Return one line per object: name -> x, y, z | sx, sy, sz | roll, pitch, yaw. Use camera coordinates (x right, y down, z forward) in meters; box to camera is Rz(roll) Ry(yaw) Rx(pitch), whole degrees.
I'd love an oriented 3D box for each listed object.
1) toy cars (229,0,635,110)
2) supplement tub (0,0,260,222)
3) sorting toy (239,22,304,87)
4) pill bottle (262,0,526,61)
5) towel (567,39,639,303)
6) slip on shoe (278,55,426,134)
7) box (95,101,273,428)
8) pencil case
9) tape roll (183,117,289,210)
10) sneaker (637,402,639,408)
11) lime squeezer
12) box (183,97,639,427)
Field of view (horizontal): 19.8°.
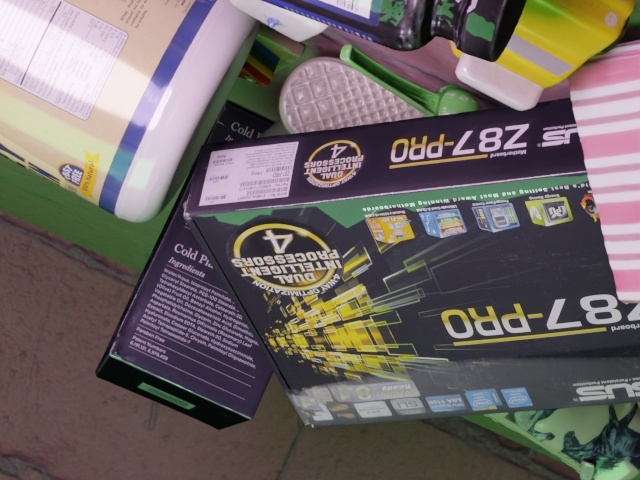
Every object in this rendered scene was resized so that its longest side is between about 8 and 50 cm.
toy cars -> 0.057, -0.170, 1.389 | 0.393, 0.087, 0.176 | 17, 167, 32
supplement tub -> -0.234, -0.178, 1.569 | 0.316, 0.228, 0.228 | 27, 169, -1
sorting toy -> -0.095, -0.185, 1.743 | 0.132, 0.046, 0.274 | 27, 168, -14
pill bottle -> 0.030, -0.198, 1.222 | 0.219, 0.123, 0.123 | 22, 169, 10
towel -> 0.253, -0.050, 1.332 | 0.029, 0.197, 0.144 | -18, -173, -33
slip on shoe -> 0.114, -0.070, 1.701 | 0.331, 0.123, 0.101 | 27, -177, -1
box -> -0.115, 0.043, 2.155 | 0.179, 0.312, 0.343 | 24, 170, -5
pencil case -> 0.259, 0.174, 2.327 | 0.410, 0.183, 0.160 | 29, 151, -23
tape roll -> 0.000, 0.000, 1.876 | 0.246, 0.169, 0.246 | 46, 171, 9
sneaker -> 0.440, 0.172, 2.134 | 0.121, 0.108, 0.302 | 21, 168, 36
lime squeezer -> 0.146, -0.096, 1.571 | 0.310, 0.059, 0.110 | 18, -176, -13
box -> 0.122, 0.026, 1.588 | 0.395, 0.097, 0.318 | -6, 140, 19
